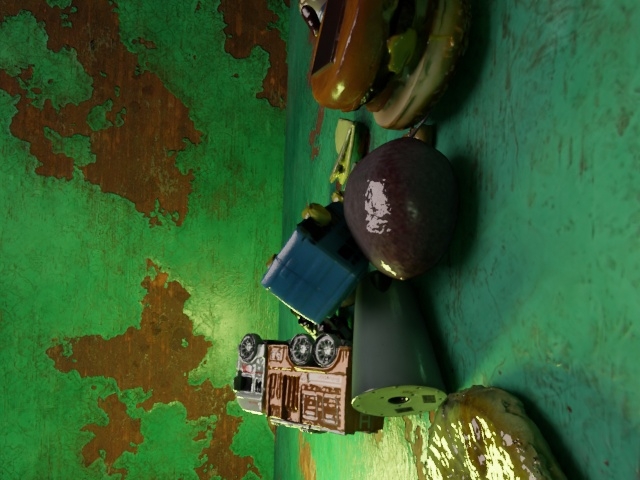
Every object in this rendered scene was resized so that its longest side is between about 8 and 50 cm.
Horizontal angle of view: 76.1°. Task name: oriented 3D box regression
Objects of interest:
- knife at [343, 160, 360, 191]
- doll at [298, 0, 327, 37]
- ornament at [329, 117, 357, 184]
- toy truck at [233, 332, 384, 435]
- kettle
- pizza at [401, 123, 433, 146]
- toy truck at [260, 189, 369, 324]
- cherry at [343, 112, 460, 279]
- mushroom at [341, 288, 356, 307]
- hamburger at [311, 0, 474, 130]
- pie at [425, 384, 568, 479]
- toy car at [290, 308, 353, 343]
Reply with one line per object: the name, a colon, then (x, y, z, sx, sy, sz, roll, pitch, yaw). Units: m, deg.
knife: (0.089, -0.127, 1.210, 0.266, 0.040, 0.073, 110, 157, -54)
doll: (0.037, -0.618, 1.146, 0.340, 0.209, 0.318, -99, 20, -48)
ornament: (0.074, -0.278, 1.178, 0.180, 0.059, 0.201, 117, 163, -63)
toy truck: (-0.037, 0.327, 0.949, 0.387, 0.173, 0.207, -12, 66, 42)
kettle: (0.139, 0.197, 0.779, 0.211, 0.159, 0.243, 64, -161, -46)
pizza: (0.165, -0.126, 0.840, 0.246, 0.058, 0.127, 117, 153, -56)
toy truck: (0.026, 0.014, 0.844, 0.161, 0.162, 0.385, -54, -5, 23)
cherry: (0.132, -0.060, 0.688, 0.213, 0.183, 0.266, 120, 155, -68)
mushroom: (0.056, 0.132, 1.131, 0.141, 0.117, 0.188, -61, 4, -2)
hamburger: (0.116, -0.335, 0.697, 0.291, 0.225, 0.291, -170, 90, -76)
pie: (0.217, 0.335, 0.509, 0.306, 0.071, 0.307, -178, 90, -74)
toy car: (0.019, 0.259, 1.227, 0.193, 0.118, 0.301, 53, 173, -13)
